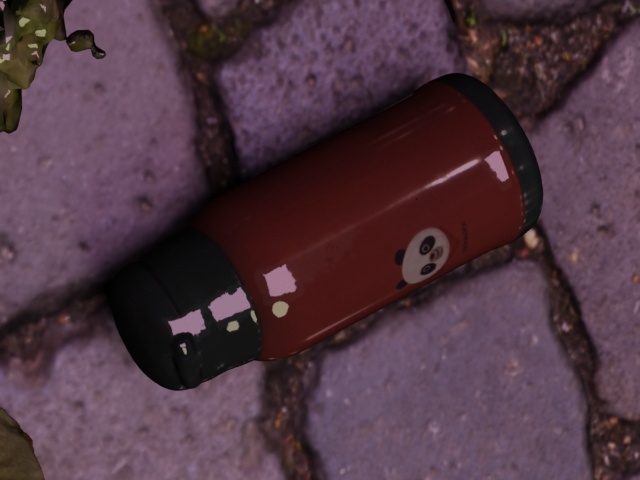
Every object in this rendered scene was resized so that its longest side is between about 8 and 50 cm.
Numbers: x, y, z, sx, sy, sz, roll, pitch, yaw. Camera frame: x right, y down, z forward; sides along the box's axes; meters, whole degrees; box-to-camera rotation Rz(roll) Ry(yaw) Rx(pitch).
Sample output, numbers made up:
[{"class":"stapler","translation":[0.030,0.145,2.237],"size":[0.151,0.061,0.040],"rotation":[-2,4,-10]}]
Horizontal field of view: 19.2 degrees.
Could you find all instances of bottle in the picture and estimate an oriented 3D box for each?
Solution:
[{"class":"bottle","translation":[0.000,0.000,1.440],"size":[0.336,0.144,0.144],"rotation":[-28,109,-22]}]

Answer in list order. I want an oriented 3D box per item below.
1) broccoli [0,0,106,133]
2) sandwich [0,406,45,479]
[{"class":"broccoli","translation":[-0.277,-0.192,1.182],"size":[0.293,0.281,0.348],"rotation":[3,96,-28]},{"class":"sandwich","translation":[-0.268,0.248,1.355],"size":[0.108,0.220,0.186],"rotation":[15,126,-32]}]
